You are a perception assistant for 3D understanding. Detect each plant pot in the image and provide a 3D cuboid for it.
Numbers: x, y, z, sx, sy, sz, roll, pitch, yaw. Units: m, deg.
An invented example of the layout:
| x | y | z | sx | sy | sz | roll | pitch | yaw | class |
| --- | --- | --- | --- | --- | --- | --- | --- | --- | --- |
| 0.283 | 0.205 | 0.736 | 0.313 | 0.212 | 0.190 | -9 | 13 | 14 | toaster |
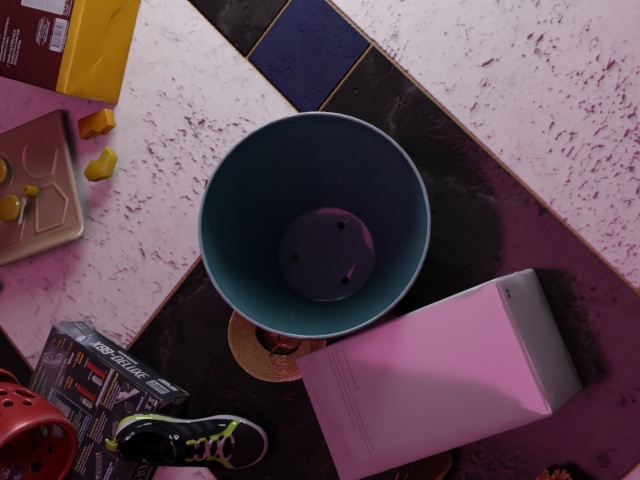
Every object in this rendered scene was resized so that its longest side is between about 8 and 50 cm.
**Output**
| x | y | z | sx | sy | sz | roll | pitch | yaw | class |
| --- | --- | --- | --- | --- | --- | --- | --- | --- | --- |
| 0.000 | 0.000 | 1.370 | 0.290 | 0.195 | 0.290 | -1 | 77 | 5 | plant pot |
| -0.493 | 0.303 | 1.566 | 0.174 | 0.191 | 0.191 | 32 | 104 | 32 | plant pot |

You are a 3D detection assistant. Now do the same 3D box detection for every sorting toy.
| x | y | z | sx | sy | sz | roll | pitch | yaw | class |
| --- | --- | --- | --- | --- | --- | --- | --- | --- | --- |
| -0.449 | -0.096 | 1.712 | 0.307 | 0.041 | 0.229 | -17 | 78 | 26 | sorting toy |

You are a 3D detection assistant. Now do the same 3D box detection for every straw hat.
| x | y | z | sx | sy | sz | roll | pitch | yaw | class |
| --- | --- | --- | --- | --- | --- | --- | --- | --- | --- |
| -0.057 | 0.134 | 1.495 | 0.144 | 0.061 | 0.144 | 2 | 98 | 11 | straw hat |

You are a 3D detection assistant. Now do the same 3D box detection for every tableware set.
| x | y | z | sx | sy | sz | roll | pitch | yaw | class |
| --- | --- | --- | --- | --- | --- | --- | --- | --- | --- |
| -0.533 | -0.083 | 1.720 | 0.154 | 0.024 | 0.104 | 11 | 88 | 30 | tableware set |

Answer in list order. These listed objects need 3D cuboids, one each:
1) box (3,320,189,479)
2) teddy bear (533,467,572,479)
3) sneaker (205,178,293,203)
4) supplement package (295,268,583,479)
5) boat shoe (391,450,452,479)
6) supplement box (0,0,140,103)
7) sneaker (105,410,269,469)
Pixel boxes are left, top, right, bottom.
| x | y | z | sx | sy | sz | roll | pitch | yaw | class |
| --- | --- | --- | --- | --- | --- | --- | --- | --- | --- |
| -0.375 | 0.320 | 1.650 | 0.242 | 0.076 | 0.307 | 29 | 103 | 24 | box |
| 0.222 | 0.435 | 1.327 | 0.338 | 0.113 | 0.245 | -20 | 79 | 25 | teddy bear |
| -0.057 | -0.083 | 1.489 | 0.234 | 0.078 | 0.106 | -25 | 82 | 29 | sneaker |
| 0.153 | 0.172 | 1.321 | 0.293 | 0.177 | 0.175 | -25 | 82 | 25 | supplement package |
| 0.127 | 0.340 | 1.417 | 0.153 | 0.048 | 0.056 | -51 | 57 | 11 | boat shoe |
| -0.416 | -0.335 | 1.639 | 0.194 | 0.129 | 0.191 | 18 | 99 | 26 | supplement box |
| -0.193 | 0.306 | 1.505 | 0.235 | 0.097 | 0.084 | 3 | 103 | -1 | sneaker |
